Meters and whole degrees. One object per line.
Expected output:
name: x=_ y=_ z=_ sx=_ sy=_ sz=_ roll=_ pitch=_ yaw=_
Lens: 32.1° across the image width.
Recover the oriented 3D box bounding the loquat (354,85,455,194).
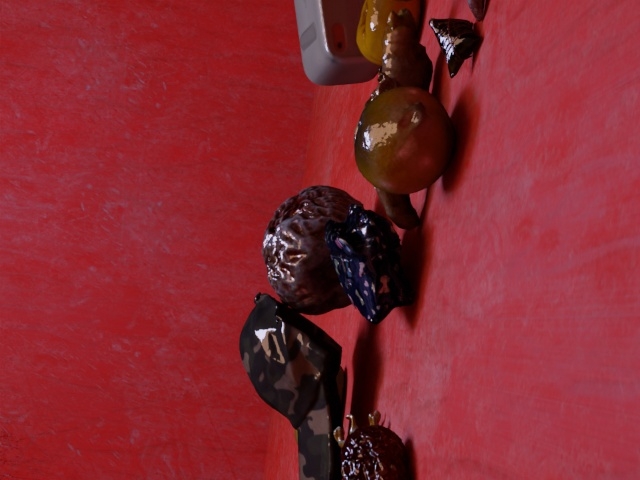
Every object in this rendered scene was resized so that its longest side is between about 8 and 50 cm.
loquat: x=0.119 y=-0.142 z=1.566 sx=0.195 sy=0.152 sz=0.152 roll=87 pitch=-170 yaw=-79

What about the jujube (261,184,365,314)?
jujube: x=-0.001 y=0.016 z=2.094 sx=0.317 sy=0.226 sz=0.226 roll=-111 pitch=29 yaw=-71

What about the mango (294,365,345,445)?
mango: x=0.002 y=0.344 z=2.289 sx=0.130 sy=0.092 sz=0.194 roll=131 pitch=156 yaw=-83

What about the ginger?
ginger: x=0.113 y=-0.194 z=1.727 sx=0.080 sy=0.166 sz=0.332 roll=1 pitch=73 yaw=44

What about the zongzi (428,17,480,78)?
zongzi: x=0.186 y=-0.262 z=1.526 sx=0.083 sy=0.067 sz=0.073 roll=-119 pitch=41 yaw=-51

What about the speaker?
speaker: x=0.042 y=-0.544 z=2.335 sx=0.184 sy=0.183 sz=0.406 roll=159 pitch=105 yaw=-77

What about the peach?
peach: x=0.125 y=-0.407 z=2.033 sx=0.179 sy=0.103 sz=0.179 roll=-174 pitch=90 yaw=-82

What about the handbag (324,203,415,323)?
handbag: x=0.074 y=0.027 z=1.765 sx=0.162 sy=0.113 sz=0.260 roll=64 pitch=179 yaw=-10

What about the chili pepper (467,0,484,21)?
chili pepper: x=0.211 y=-0.371 z=1.484 sx=0.050 sy=0.041 sz=0.153 roll=-9 pitch=-67 yaw=-52

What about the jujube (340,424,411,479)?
jujube: x=0.082 y=0.324 z=1.560 sx=0.166 sy=0.104 sz=0.104 roll=-119 pitch=36 yaw=-59

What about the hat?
hat: x=-0.056 y=0.307 z=2.039 sx=0.366 sy=0.257 sz=0.381 roll=56 pitch=-129 yaw=-78

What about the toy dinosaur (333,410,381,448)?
toy dinosaur: x=0.072 y=0.369 z=1.827 sx=0.142 sy=0.057 sz=0.212 roll=-154 pitch=61 yaw=-67
